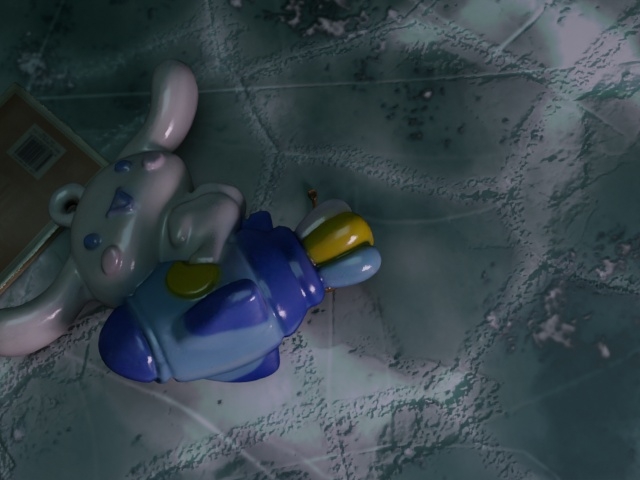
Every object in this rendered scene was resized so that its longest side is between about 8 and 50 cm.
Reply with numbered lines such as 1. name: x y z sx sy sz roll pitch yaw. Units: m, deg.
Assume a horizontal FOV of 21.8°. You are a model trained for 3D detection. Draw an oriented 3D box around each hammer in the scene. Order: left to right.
1. hammer: 0.000 0.000 1.880 0.029 0.014 0.123 -7 73 -7

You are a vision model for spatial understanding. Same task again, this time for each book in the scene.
1. book: -0.376 -0.046 1.914 0.170 0.018 0.241 41 80 14

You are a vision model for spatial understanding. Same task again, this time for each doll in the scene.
1. doll: -0.145 0.025 1.793 0.366 0.187 0.376 29 97 18
